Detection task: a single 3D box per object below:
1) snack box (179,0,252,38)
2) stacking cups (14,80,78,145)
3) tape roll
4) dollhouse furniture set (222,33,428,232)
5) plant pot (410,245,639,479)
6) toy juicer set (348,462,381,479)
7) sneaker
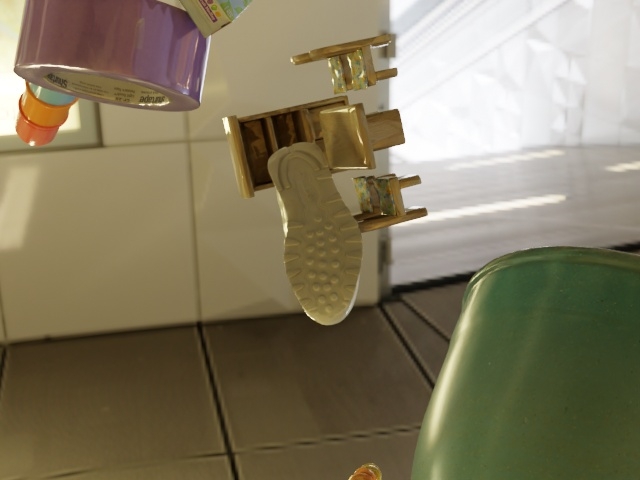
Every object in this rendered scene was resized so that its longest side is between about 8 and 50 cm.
[{"bbox_3d":[-0.125,-0.276,0.976,0.037,0.141,0.100,-25,-161,24],"label":"snack box"},{"bbox_3d":[-0.369,-0.230,1.399,0.096,0.096,0.316,-18,163,-37],"label":"stacking cups"},{"bbox_3d":[-0.208,-0.190,1.020,0.189,0.080,0.189,8,176,1],"label":"tape roll"},{"bbox_3d":[-0.006,-0.118,1.221,0.161,0.212,0.242,-15,-172,-16],"label":"dollhouse furniture set"},{"bbox_3d":[0.178,0.187,0.680,0.272,0.271,0.255,12,-122,30],"label":"plant pot"},{"bbox_3d":[0.025,0.516,1.996,0.089,0.329,0.209,42,-109,9],"label":"toy juicer set"},{"bbox_3d":[0.000,0.000,1.150,0.090,0.094,0.235,-10,-124,0],"label":"sneaker"}]
